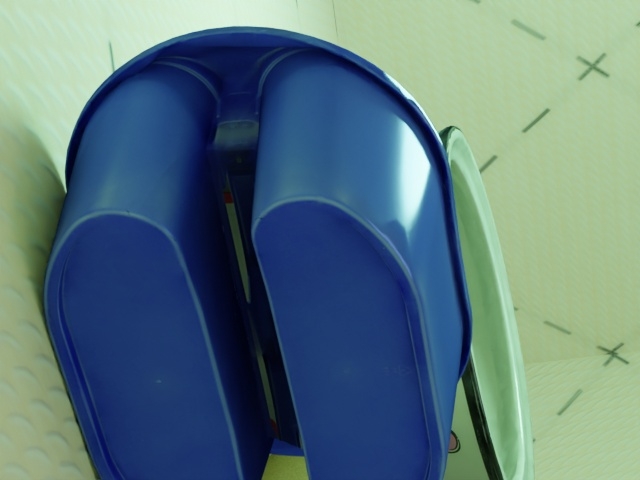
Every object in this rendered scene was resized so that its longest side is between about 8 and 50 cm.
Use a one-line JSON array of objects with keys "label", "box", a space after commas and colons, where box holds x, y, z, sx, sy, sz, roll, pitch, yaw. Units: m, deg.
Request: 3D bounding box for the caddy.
[{"label": "caddy", "box": [-0.034, 0.033, 1.096, 0.179, 0.241, 0.341, -79, 163, -52]}]

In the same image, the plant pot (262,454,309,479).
[{"label": "plant pot", "box": [0.013, 0.273, 1.474, 0.254, 0.237, 0.237, -124, -156, -70]}]

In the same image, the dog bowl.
[{"label": "dog bowl", "box": [0.105, 0.095, 1.801, 0.408, 0.150, 0.408, -10, 90, -78]}]
